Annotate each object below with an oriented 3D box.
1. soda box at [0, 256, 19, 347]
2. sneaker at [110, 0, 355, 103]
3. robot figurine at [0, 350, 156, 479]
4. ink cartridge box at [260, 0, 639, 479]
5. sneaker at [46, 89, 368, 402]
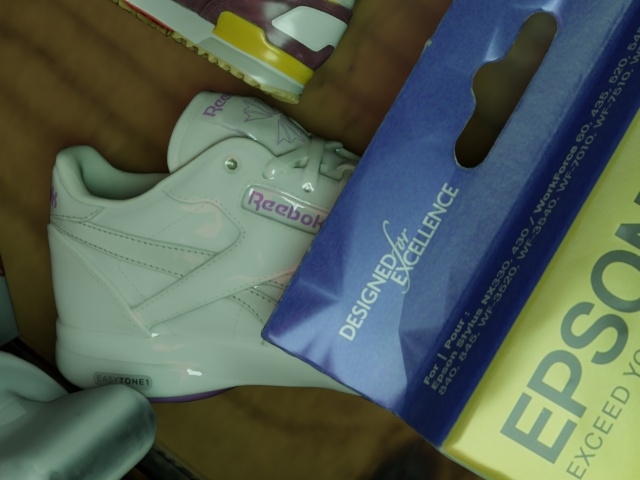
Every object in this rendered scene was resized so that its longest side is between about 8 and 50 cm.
[{"bbox_3d":[-0.308,0.039,0.853,0.263,0.083,0.092,-10,100,17],"label":"soda box"},{"bbox_3d":[-0.068,-0.145,0.760,0.185,0.069,0.084,33,92,6],"label":"sneaker"},{"bbox_3d":[-0.232,0.170,0.755,0.353,0.200,0.300,-18,96,26],"label":"robot figurine"},{"bbox_3d":[0.180,-0.010,0.649,0.307,0.072,0.303,30,89,-3],"label":"ink cartridge box"},{"bbox_3d":[0.000,0.000,0.742,0.305,0.114,0.152,-4,103,16],"label":"sneaker"}]
